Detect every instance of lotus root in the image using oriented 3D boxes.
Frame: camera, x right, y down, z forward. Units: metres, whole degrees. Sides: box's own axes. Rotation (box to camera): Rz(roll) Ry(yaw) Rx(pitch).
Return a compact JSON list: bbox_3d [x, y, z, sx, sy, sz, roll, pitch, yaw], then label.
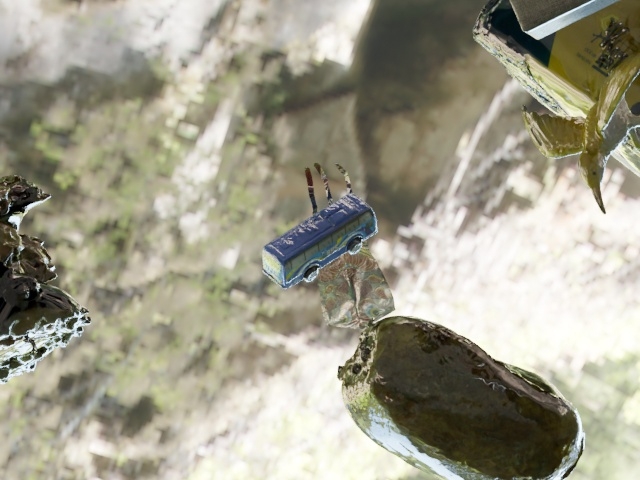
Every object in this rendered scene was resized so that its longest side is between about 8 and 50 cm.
[{"bbox_3d":[0.154,0.186,1.841,0.275,0.160,0.152,24,-108,-15],"label":"lotus root"}]

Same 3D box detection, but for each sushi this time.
[{"bbox_3d":[-0.378,0.044,1.819,0.225,0.238,0.218,28,-136,-71],"label":"sushi"}]

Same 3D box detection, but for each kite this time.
[{"bbox_3d":[0.032,0.006,2.269,0.127,0.229,0.016,-9,-176,37],"label":"kite"}]

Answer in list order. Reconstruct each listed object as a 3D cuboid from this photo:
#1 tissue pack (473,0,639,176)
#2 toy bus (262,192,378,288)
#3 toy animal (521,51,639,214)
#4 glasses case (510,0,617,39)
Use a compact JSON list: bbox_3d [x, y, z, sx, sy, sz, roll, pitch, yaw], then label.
[{"bbox_3d":[0.450,-0.229,2.268,0.416,0.264,0.253,43,-177,34],"label":"tissue pack"},{"bbox_3d":[0.000,0.000,2.054,0.153,0.061,0.051,-33,-126,-25],"label":"toy bus"},{"bbox_3d":[0.295,-0.104,1.709,0.095,0.219,0.155,-8,-104,-26],"label":"toy animal"},{"bbox_3d":[0.292,-0.267,1.703,0.047,0.205,0.071,67,-163,9],"label":"glasses case"}]
